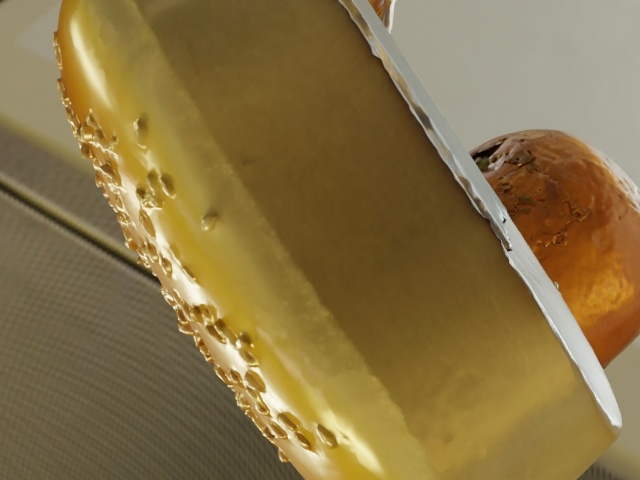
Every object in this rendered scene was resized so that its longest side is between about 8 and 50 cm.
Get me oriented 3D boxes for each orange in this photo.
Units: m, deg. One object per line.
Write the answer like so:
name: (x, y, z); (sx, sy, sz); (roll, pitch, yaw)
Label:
orange: (0.195, 0.023, 1.365); (0.246, 0.246, 0.246); (-6, -138, 6)

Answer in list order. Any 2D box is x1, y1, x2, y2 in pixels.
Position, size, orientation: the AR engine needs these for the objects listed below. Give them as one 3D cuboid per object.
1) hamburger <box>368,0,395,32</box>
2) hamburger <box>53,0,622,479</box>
hamburger: (-0.040, -0.271, 1.239); (0.174, 0.305, 0.284); (-8, -148, -6)
hamburger: (0.000, 0.000, 0.618); (0.151, 0.227, 0.295); (-31, -101, 7)
